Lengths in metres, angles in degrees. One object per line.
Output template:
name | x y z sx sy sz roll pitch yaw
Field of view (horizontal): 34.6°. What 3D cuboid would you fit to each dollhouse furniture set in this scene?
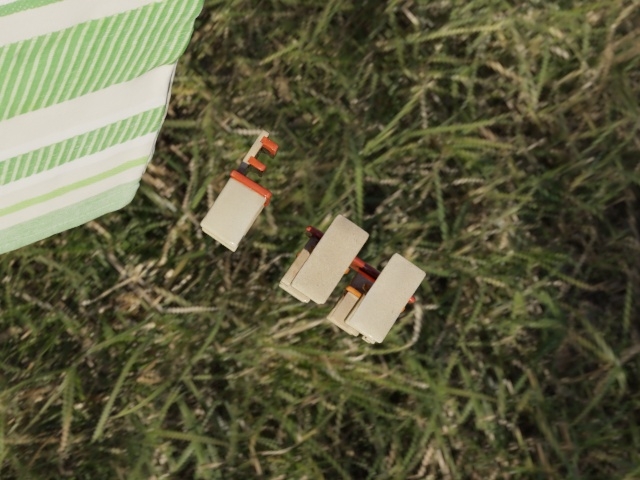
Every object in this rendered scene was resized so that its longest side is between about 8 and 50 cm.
dollhouse furniture set | 0.000 0.000 1.212 0.259 0.262 0.135 34 84 -2

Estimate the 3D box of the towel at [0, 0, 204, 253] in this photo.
towel | -0.200 -0.072 0.650 0.248 0.325 0.038 -25 75 -28
